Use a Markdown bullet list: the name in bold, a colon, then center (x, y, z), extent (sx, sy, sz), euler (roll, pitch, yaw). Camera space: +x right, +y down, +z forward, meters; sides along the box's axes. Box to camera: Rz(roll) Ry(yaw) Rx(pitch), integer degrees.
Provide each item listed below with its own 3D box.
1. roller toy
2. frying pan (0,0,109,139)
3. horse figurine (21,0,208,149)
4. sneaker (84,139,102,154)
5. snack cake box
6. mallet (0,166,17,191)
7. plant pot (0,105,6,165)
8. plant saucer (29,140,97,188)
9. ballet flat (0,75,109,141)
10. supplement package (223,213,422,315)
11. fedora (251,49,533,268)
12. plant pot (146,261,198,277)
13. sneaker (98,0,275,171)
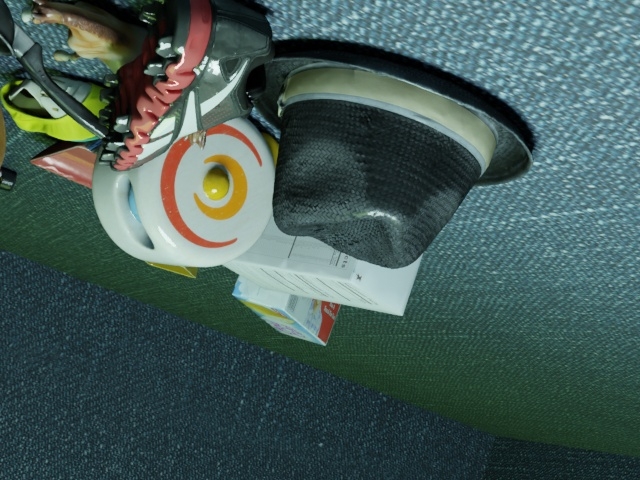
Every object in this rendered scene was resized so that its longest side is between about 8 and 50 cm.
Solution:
- **roller toy**: center (-0.153, -0.064, 1.532), extent (0.209, 0.191, 0.146), euler (26, 166, -36)
- **frying pan**: center (-0.325, -0.214, 1.289), extent (0.326, 0.053, 0.197), euler (33, 172, -3)
- **horse figurine**: center (-0.199, -0.185, 1.353), extent (0.263, 0.066, 0.174), euler (30, 168, -27)
- **sneaker**: center (-0.207, -0.111, 1.725), extent (0.211, 0.080, 0.081), euler (27, 177, 9)
- **snack cake box**: center (-0.035, 0.056, 2.028), extent (0.089, 0.152, 0.264), euler (15, 168, 18)
- **mallet**: center (-0.560, -0.102, 2.304), extent (0.062, 0.039, 0.189), euler (19, -177, -21)
- **plant pot**: center (-0.521, -0.136, 1.580), extent (0.203, 0.291, 0.291), euler (-19, 154, 18)
- **plant saucer**: center (-0.274, -0.097, 1.943), extent (0.259, 0.048, 0.258), euler (23, 168, -25)
- **ballet flat**: center (-0.330, -0.170, 1.634), extent (0.231, 0.077, 0.077), euler (9, 149, 48)
- **supplement package**: center (0.000, 0.000, 1.731), extent (0.244, 0.139, 0.134), euler (10, 165, 39)
- **fedora**: center (0.049, -0.063, 1.318), extent (0.334, 0.153, 0.334), euler (17, 169, 3)
- **plant pot**: center (-0.222, 0.000, 1.989), extent (0.081, 0.083, 0.081), euler (16, 169, 12)
- **sneaker**: center (-0.128, -0.141, 1.241), extent (0.135, 0.098, 0.276), euler (4, 153, -26)
